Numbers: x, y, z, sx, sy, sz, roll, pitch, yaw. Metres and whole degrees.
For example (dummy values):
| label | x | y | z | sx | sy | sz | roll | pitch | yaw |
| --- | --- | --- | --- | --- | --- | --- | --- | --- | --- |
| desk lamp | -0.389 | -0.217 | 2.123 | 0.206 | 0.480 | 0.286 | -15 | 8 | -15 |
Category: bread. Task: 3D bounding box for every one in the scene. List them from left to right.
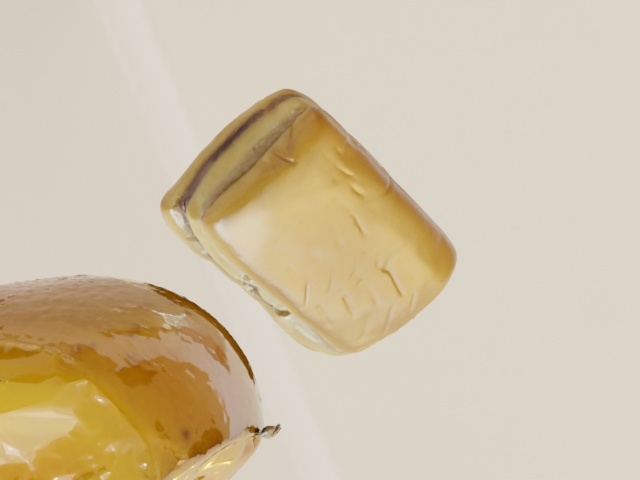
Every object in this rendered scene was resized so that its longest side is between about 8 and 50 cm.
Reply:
| label | x | y | z | sx | sy | sz | roll | pitch | yaw |
| --- | --- | --- | --- | --- | --- | --- | --- | --- | --- |
| bread | 0.000 | 0.000 | 1.099 | 0.116 | 0.077 | 0.200 | -45 | -45 | 1 |

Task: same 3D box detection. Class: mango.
| label | x | y | z | sx | sy | sz | roll | pitch | yaw |
| --- | --- | --- | --- | --- | --- | --- | --- | --- | --- |
| mango | -0.117 | 0.081 | 0.779 | 0.138 | 0.187 | 0.257 | 62 | -178 | -1 |
